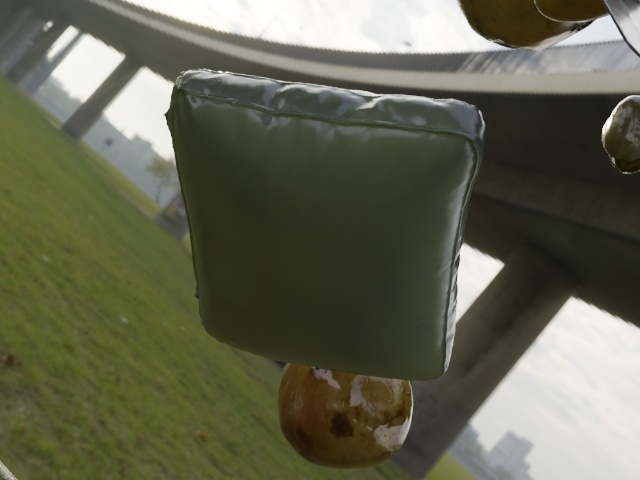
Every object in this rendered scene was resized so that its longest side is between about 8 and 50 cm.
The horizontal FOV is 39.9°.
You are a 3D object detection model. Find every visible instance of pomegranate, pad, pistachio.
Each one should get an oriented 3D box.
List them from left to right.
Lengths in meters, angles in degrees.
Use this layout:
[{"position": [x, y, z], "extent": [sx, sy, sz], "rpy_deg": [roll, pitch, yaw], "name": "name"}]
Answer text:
[{"position": [0.035, 0.247, 1.373], "extent": [0.215, 0.215, 0.215], "rpy_deg": [40, -5, 4], "name": "pomegranate"}, {"position": [0.327, -0.412, 1.330], "extent": [0.260, 0.260, 0.260], "rpy_deg": [40, -5, 4], "name": "pomegranate"}, {"position": [0.269, -0.203, 0.771], "extent": [0.158, 0.003, 0.235], "rpy_deg": [29, 37, -35], "name": "pad"}, {"position": [0.553, -0.185, 1.544], "extent": [0.113, 0.149, 0.113], "rpy_deg": [16, -23, 7], "name": "pistachio"}]

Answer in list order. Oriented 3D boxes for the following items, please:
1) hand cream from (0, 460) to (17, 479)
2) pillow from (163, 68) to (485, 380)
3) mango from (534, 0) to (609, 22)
[{"position": [-0.450, 0.267, 1.110], "extent": [0.203, 0.084, 0.084], "rpy_deg": [54, -9, -17], "name": "hand cream"}, {"position": [0.000, 0.000, 0.759], "extent": [0.255, 0.119, 0.322], "rpy_deg": [9, -42, 8], "name": "pillow"}, {"position": [0.364, -0.353, 1.044], "extent": [0.138, 0.253, 0.113], "rpy_deg": [58, 12, 6], "name": "mango"}]
